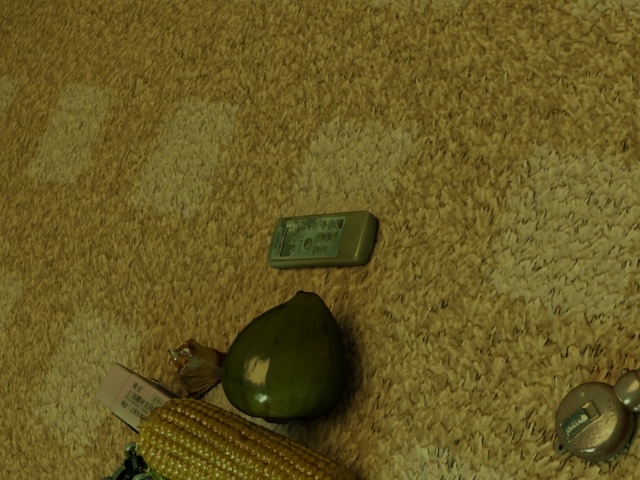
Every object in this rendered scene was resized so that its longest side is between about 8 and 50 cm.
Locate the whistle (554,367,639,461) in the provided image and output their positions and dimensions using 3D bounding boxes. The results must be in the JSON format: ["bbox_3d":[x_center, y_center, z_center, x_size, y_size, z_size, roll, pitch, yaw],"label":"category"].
[{"bbox_3d":[0.395,0.216,1.570,0.220,0.057,0.107,-41,44,18],"label":"whistle"}]

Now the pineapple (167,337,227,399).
[{"bbox_3d":[-0.216,0.230,2.140,0.116,0.137,0.069,-8,55,-8],"label":"pineapple"}]

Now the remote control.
[{"bbox_3d":[0.000,0.000,2.095,0.234,0.038,0.098,-4,65,44],"label":"remote control"}]

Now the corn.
[{"bbox_3d":[-0.118,0.352,1.858,0.387,0.144,0.143,14,77,24],"label":"corn"}]

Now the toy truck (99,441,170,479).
[{"bbox_3d":[-0.324,0.449,2.101,0.191,0.116,0.085,-52,41,22],"label":"toy truck"}]

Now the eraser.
[{"bbox_3d":[-0.279,0.319,2.119,0.287,0.130,0.086,23,82,49],"label":"eraser"}]

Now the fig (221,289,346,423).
[{"bbox_3d":[-0.058,0.187,1.923,0.203,0.203,0.225,1,76,45],"label":"fig"}]
